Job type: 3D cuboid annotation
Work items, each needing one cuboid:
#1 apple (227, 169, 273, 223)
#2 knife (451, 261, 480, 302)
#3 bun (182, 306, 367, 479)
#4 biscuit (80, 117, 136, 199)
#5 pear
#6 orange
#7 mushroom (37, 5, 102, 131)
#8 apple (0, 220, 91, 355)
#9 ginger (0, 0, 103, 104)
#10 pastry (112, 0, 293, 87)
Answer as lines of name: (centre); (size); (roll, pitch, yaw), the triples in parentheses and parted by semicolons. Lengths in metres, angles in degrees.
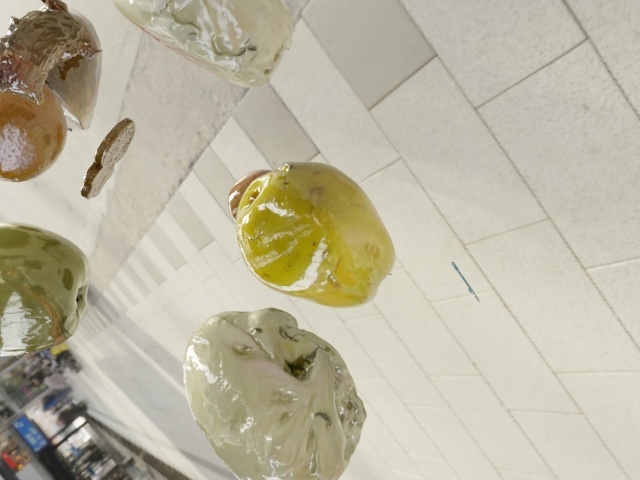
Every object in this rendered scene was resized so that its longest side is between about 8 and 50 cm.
apple: (-0.169, -0.113, 1.672); (0.173, 0.188, 0.188); (-23, 106, 30)
knife: (0.279, 0.081, 1.113); (0.096, 0.010, 0.027); (55, -171, -6)
bun: (-0.034, 0.167, 0.628); (0.237, 0.210, 0.116); (31, 121, -31)
biscuit: (-0.411, -0.159, 1.105); (0.026, 0.175, 0.124); (31, -172, -6)
pear: (-0.010, -0.003, 1.168); (0.284, 0.285, 0.336); (19, 161, 44)
orange: (-0.544, -0.205, 1.004); (0.206, 0.206, 0.206); (35, 148, 26)
mushroom: (-0.641, -0.442, 1.454); (0.224, 0.314, 0.397); (24, 180, -31)
apple: (-0.560, 0.091, 1.062); (0.262, 0.262, 0.262); (35, 148, 26)
ginger: (-0.447, -0.227, 0.787); (0.084, 0.290, 0.122); (13, 140, 51)
pastry: (-0.153, -0.304, 0.758); (0.264, 0.133, 0.265); (30, -175, -3)
